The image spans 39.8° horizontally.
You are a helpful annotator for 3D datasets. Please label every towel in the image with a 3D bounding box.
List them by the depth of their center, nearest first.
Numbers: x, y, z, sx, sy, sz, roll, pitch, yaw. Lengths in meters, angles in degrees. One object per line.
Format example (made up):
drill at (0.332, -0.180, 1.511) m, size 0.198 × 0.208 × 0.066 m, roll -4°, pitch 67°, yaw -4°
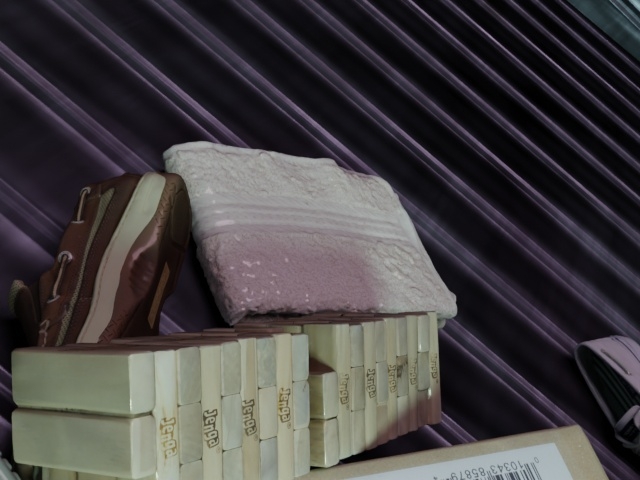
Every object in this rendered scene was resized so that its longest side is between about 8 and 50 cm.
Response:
towel at (0.000, 0.000, 0.829) m, size 0.282 × 0.049 × 0.187 m, roll 5°, pitch 48°, yaw -41°

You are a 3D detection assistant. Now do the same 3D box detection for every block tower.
block tower at (-0.034, 0.099, 0.572) m, size 0.335 × 0.097 × 0.091 m, roll 2°, pitch 87°, yaw -56°

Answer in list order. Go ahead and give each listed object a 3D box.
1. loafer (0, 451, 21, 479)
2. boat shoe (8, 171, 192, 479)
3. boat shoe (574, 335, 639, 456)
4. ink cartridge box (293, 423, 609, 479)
loafer at (-0.156, 0.197, 0.440) m, size 0.087 × 0.094 × 0.251 m, roll -33°, pitch 66°, yaw -30°
boat shoe at (-0.162, 0.057, 0.594) m, size 0.095 × 0.095 × 0.257 m, roll 4°, pitch 45°, yaw 8°
boat shoe at (0.343, 0.197, 0.936) m, size 0.076 × 0.083 × 0.226 m, roll 2°, pitch 38°, yaw -28°
ink cartridge box at (0.099, 0.236, 0.569) m, size 0.235 × 0.088 × 0.193 m, roll -5°, pitch 51°, yaw -22°
